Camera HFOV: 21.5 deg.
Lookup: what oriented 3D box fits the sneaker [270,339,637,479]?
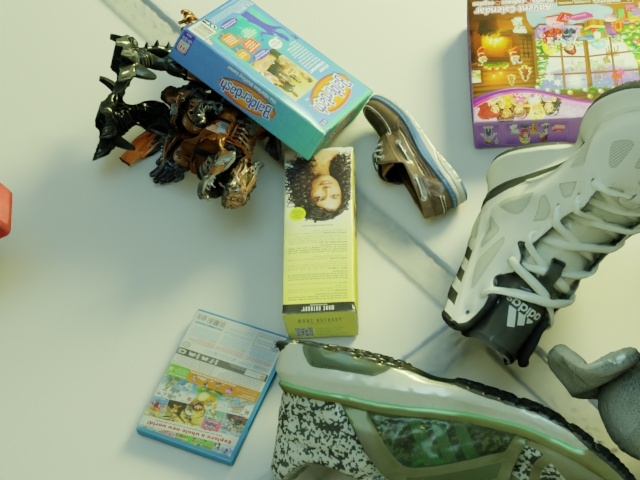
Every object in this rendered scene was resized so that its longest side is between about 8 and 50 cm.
[{"bbox_3d":[0.128,0.235,1.779,0.410,0.158,0.182,16,91,14],"label":"sneaker"}]

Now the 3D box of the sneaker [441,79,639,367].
[{"bbox_3d":[0.278,0.009,1.748,0.169,0.447,0.258,29,68,-15],"label":"sneaker"}]

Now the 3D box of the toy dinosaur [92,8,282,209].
[{"bbox_3d":[-0.158,-0.161,2.059,0.218,0.164,0.322,6,24,-16],"label":"toy dinosaur"}]

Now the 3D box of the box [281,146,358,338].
[{"bbox_3d":[0.000,0.000,1.966,0.087,0.058,0.232,-4,57,4],"label":"box"}]

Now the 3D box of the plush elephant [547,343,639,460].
[{"bbox_3d":[0.395,0.137,1.719,0.330,0.255,0.272,-36,89,-36],"label":"plush elephant"}]

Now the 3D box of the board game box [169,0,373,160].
[{"bbox_3d":[-0.057,-0.200,2.030,0.210,0.047,0.160,37,33,6],"label":"board game box"}]

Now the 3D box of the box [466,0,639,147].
[{"bbox_3d":[0.329,-0.215,2.070,0.293,0.057,0.201,-3,57,4],"label":"box"}]

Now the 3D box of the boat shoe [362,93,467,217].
[{"bbox_3d":[0.097,-0.102,2.017,0.066,0.066,0.183,-32,59,-13],"label":"boat shoe"}]

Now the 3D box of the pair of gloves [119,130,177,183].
[{"bbox_3d":[-0.199,-0.106,2.088,0.083,0.010,0.074,33,63,23],"label":"pair of gloves"}]

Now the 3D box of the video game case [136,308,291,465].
[{"bbox_3d":[-0.119,0.163,1.897,0.119,0.015,0.166,17,60,16],"label":"video game case"}]

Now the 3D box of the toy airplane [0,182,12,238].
[{"bbox_3d":[-0.595,-0.022,1.918,0.386,0.272,0.384,33,63,31],"label":"toy airplane"}]
